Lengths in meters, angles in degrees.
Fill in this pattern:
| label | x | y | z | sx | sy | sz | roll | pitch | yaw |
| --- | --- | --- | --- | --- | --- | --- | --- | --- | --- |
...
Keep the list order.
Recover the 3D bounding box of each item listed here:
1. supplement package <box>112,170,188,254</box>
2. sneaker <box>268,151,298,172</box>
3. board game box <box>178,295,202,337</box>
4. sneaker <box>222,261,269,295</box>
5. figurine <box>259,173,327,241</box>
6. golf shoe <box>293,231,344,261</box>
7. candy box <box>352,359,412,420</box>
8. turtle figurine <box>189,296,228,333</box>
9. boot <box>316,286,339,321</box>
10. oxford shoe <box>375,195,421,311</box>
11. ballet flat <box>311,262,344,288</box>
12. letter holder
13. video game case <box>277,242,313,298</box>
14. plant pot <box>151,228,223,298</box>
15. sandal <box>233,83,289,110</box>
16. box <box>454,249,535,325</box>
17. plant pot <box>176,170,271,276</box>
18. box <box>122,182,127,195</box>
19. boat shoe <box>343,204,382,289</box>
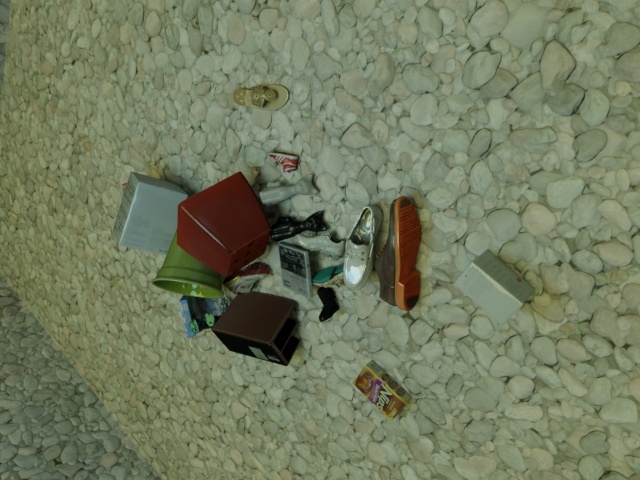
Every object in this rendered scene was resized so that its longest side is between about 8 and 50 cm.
| label | x | y | z | sx | sy | sz | roll | pitch | yaw |
| --- | --- | --- | --- | --- | --- | --- | --- | --- | --- |
| supplement package | -0.686 | -0.110 | 2.078 | 0.198 | 0.199 | 0.262 | 34 | 106 | 56 |
| sneaker | -0.133 | -0.272 | 1.800 | 0.119 | 0.042 | 0.067 | 16 | 110 | 29 |
| board game box | -0.549 | 0.300 | 2.204 | 0.039 | 0.211 | 0.160 | -11 | 101 | -3 |
| sneaker | -0.279 | 0.153 | 2.035 | 0.225 | 0.088 | 0.092 | -22 | 114 | 37 |
| figurine | -0.088 | -0.116 | 1.800 | 0.210 | 0.092 | 0.214 | -10 | 99 | 29 |
| golf shoe | 0.000 | 0.000 | 1.764 | 0.176 | 0.069 | 0.086 | 21 | 109 | 0 |
| candy box | 0.213 | 0.520 | 1.801 | 0.187 | 0.053 | 0.109 | 41 | 124 | 17 |
| turtle figurine | -0.434 | 0.321 | 2.139 | 0.175 | 0.234 | 0.118 | -44 | 82 | 11 |
| boot | 0.015 | 0.217 | 1.806 | 0.045 | 0.121 | 0.099 | -18 | 100 | 36 |
| oxford shoe | 0.222 | 0.039 | 1.591 | 0.133 | 0.130 | 0.363 | 13 | 112 | 40 |
| ballet flat | 0.067 | 0.124 | 1.763 | 0.241 | 0.091 | 0.077 | -22 | 115 | 43 |
| letter holder | -0.228 | 0.332 | 2.020 | 0.302 | 0.214 | 0.152 | 5 | 140 | 35 |
| video game case | -0.091 | 0.105 | 1.866 | 0.190 | 0.022 | 0.173 | 16 | 116 | 55 |
| plant pot | -0.490 | 0.071 | 2.022 | 0.276 | 0.276 | 0.253 | -6 | 67 | 37 |
| sandal | -0.224 | -0.487 | 1.771 | 0.240 | 0.079 | 0.088 | 11 | 111 | 33 |
| box | 0.479 | 0.126 | 1.425 | 0.170 | 0.130 | 0.091 | 43 | 125 | 18 |
| plant pot | -0.326 | -0.033 | 1.832 | 0.235 | 0.267 | 0.267 | 47 | 148 | 14 |
| box | -0.759 | -0.131 | 2.252 | 0.123 | 0.128 | 0.256 | 10 | 111 | 34 |
| boat shoe | 0.118 | 0.020 | 1.624 | 0.098 | 0.096 | 0.277 | 13 | 93 | 22 |
